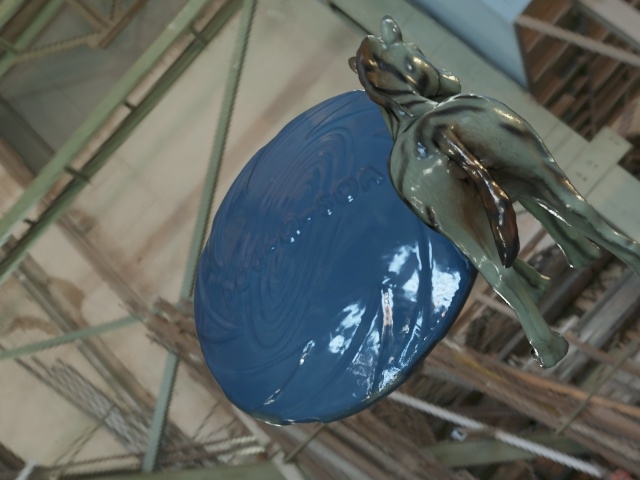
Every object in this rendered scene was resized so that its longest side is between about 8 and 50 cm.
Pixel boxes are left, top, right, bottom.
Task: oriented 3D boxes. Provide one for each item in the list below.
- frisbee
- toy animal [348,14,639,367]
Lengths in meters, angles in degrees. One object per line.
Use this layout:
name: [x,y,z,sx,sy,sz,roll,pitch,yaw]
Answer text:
frisbee: [-0.003,-0.001,0.723,0.289,0.289,0.049,-50,-46,7]
toy animal: [0.093,-0.030,0.529,0.090,0.170,0.255,-45,22,7]
